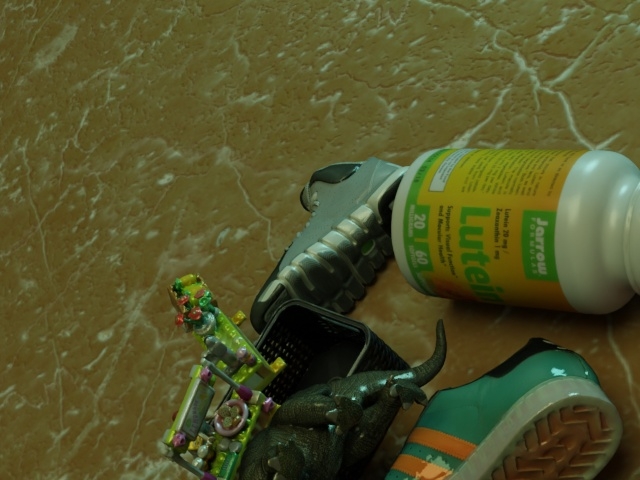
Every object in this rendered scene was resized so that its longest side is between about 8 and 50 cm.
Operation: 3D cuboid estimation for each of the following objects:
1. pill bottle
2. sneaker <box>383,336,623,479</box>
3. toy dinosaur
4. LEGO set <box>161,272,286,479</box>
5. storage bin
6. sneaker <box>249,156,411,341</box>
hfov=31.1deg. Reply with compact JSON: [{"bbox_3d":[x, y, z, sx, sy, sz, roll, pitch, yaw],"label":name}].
[{"bbox_3d":[0.196,-0.009,0.977,0.246,0.136,0.136,4,62,39],"label":"pill bottle"},{"bbox_3d":[0.104,0.199,0.929,0.302,0.108,0.121,-42,23,12],"label":"sneaker"},{"bbox_3d":[-0.011,0.167,0.906,0.160,0.121,0.313,-22,34,56],"label":"toy dinosaur"},{"bbox_3d":[-0.109,0.122,1.009,0.132,0.107,0.287,-19,49,25],"label":"LEGO set"},{"bbox_3d":[-0.015,0.158,1.051,0.122,0.084,0.180,17,69,44],"label":"storage bin"},{"bbox_3d":[0.000,0.000,1.169,0.229,0.086,0.132,-42,38,-11],"label":"sneaker"}]
